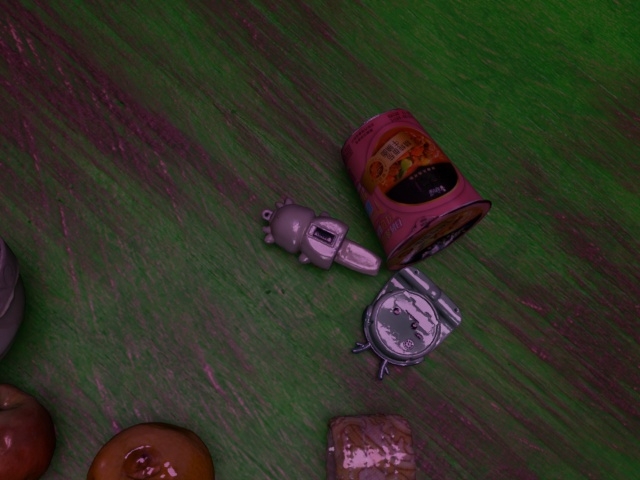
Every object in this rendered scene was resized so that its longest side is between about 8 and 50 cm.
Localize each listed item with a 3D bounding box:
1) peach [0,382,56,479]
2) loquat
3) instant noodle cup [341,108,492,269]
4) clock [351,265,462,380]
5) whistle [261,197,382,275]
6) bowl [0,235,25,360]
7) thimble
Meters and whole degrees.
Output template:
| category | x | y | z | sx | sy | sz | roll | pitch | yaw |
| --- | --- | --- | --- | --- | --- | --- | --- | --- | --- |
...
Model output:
| category | x | y | z | sx | sy | sz | roll | pitch | yaw |
| --- | --- | --- | --- | --- | --- | --- | --- | --- | --- |
| peach | -0.561 | 0.354 | 1.120 | 0.214 | 0.214 | 0.236 | 31 | 91 | 0 |
| loquat | -0.282 | 0.404 | 1.146 | 0.213 | 0.213 | 0.213 | 2 | 76 | -8 |
| instant noodle cup | 0.166 | -0.107 | 1.329 | 0.243 | 0.244 | 0.255 | -26 | 72 | -14 |
| clock | 0.159 | 0.168 | 1.330 | 0.159 | 0.066 | 0.211 | 42 | 75 | 4 |
| whistle | 0.001 | -0.002 | 1.330 | 0.253 | 0.106 | 0.102 | 24 | 105 | 5 |
| bowl | -0.622 | 0.129 | 1.139 | 0.307 | 0.163 | 0.307 | -13 | 44 | 13 |
| thimble | 0.086 | 0.406 | 1.225 | 0.143 | 0.137 | 0.191 | 0 | 87 | -8 |
